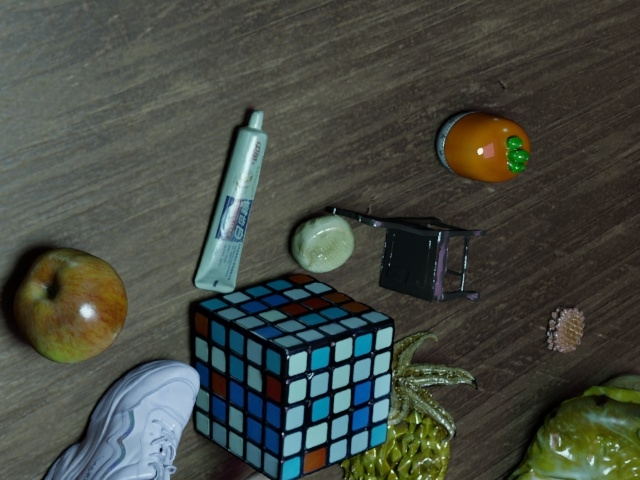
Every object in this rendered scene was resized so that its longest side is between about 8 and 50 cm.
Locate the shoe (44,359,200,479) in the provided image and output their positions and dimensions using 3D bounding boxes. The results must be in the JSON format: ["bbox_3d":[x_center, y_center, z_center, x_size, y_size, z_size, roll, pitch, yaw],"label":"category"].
[{"bbox_3d":[-0.211,0.248,1.647,0.245,0.138,0.095,-50,134,-20],"label":"shoe"}]

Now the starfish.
[{"bbox_3d":[0.105,0.187,1.944,0.238,0.213,0.057,20,127,-8],"label":"starfish"}]

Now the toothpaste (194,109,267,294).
[{"bbox_3d":[-0.104,-0.047,1.732,0.060,0.038,0.233,9,98,-40],"label":"toothpaste"}]

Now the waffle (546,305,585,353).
[{"bbox_3d":[0.391,0.142,2.244,0.083,0.029,0.075,13,93,-46],"label":"waffle"}]

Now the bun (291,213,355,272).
[{"bbox_3d":[0.000,0.000,1.825,0.086,0.055,0.086,-15,132,-17],"label":"bun"}]

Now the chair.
[{"bbox_3d":[0.108,0.018,1.897,0.229,0.106,0.113,1,99,-41],"label":"chair"}]

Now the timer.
[{"bbox_3d":[0.239,-0.130,1.964,0.136,0.136,0.099,-15,106,-39],"label":"timer"}]

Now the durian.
[{"bbox_3d":[0.112,0.303,1.985,0.182,0.165,0.132,-44,164,4],"label":"durian"}]

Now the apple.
[{"bbox_3d":[-0.275,0.073,1.546,0.126,0.126,0.102,-63,153,-9],"label":"apple"}]

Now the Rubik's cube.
[{"bbox_3d":[-0.034,0.166,1.744,0.187,0.182,0.184,-14,116,-39],"label":"Rubik's cube"}]

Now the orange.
[{"bbox_3d":[0.436,0.399,2.213,0.368,0.271,0.210,-59,172,7],"label":"orange"}]

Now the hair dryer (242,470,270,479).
[{"bbox_3d":[-0.145,0.378,1.720,0.344,0.107,0.189,-35,125,-12],"label":"hair dryer"}]

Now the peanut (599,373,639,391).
[{"bbox_3d":[0.547,0.308,2.372,0.253,0.122,0.137,29,74,-47],"label":"peanut"}]
